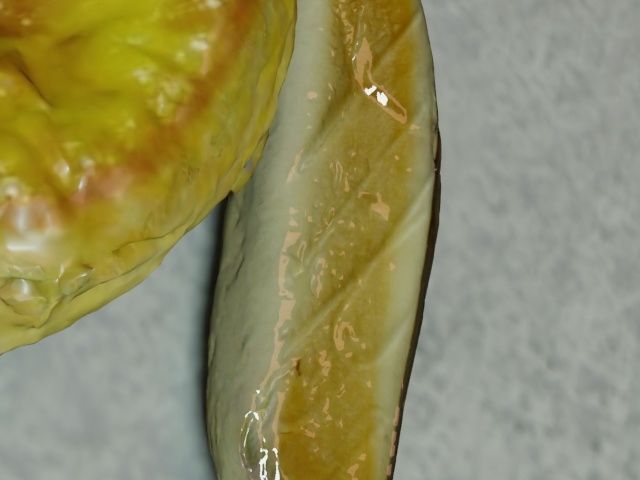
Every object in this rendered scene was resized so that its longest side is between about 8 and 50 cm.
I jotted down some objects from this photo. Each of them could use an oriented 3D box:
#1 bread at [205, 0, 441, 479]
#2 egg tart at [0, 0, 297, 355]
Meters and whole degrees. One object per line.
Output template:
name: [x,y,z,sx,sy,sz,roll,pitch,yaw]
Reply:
bread: [0.000,0.000,0.583,0.073,0.053,0.214,16,68,-27]
egg tart: [-0.139,-0.093,0.475,0.294,0.116,0.295,15,64,-32]
